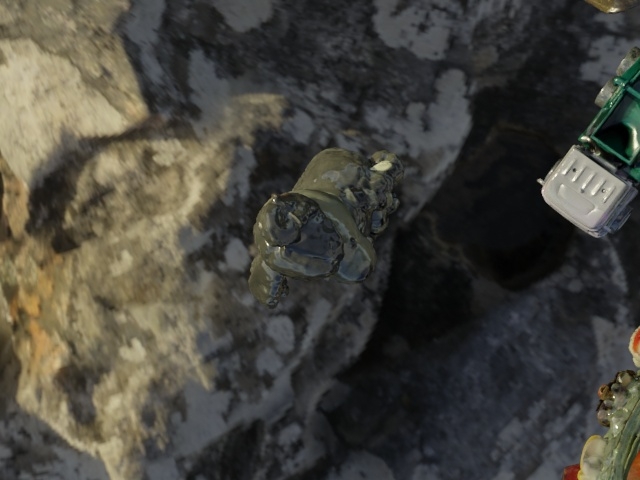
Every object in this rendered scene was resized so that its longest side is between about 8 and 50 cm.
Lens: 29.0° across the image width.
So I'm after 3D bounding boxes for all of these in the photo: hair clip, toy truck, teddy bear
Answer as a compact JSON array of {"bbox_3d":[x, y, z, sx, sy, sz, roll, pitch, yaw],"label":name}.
[{"bbox_3d":[0.369,0.224,1.499,0.091,0.138,0.321,25,79,17],"label":"hair clip"},{"bbox_3d":[0.318,-0.109,1.282,0.110,0.116,0.216,39,100,15],"label":"toy truck"},{"bbox_3d":[0.000,0.003,1.457,0.144,0.251,0.171,34,127,5],"label":"teddy bear"}]

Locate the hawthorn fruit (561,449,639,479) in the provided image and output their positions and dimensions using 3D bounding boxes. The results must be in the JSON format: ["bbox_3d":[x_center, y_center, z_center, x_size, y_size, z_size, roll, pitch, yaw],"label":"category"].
[{"bbox_3d":[0.456,0.396,1.643,0.254,0.300,0.254,-40,146,-34],"label":"hawthorn fruit"}]

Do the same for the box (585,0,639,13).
[{"bbox_3d":[0.369,-0.358,1.253,0.273,0.184,0.143,-20,115,-1],"label":"box"}]
